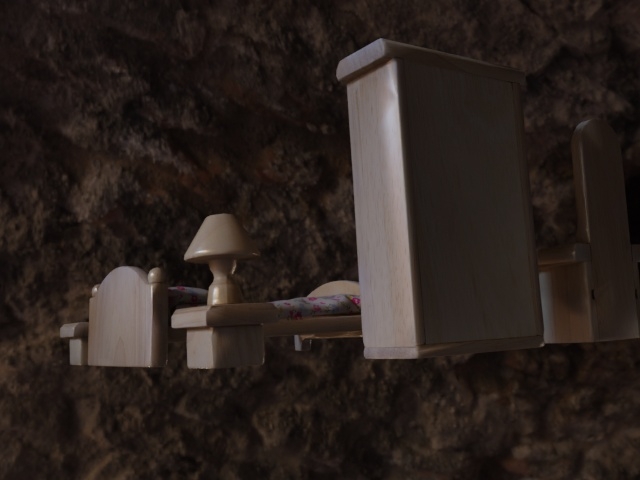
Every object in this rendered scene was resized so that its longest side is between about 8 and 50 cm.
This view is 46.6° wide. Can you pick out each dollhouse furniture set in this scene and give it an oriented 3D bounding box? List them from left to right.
[{"bbox_3d":[0.000,0.000,0.569,0.303,0.174,0.355,2,-8,-34],"label":"dollhouse furniture set"}]
